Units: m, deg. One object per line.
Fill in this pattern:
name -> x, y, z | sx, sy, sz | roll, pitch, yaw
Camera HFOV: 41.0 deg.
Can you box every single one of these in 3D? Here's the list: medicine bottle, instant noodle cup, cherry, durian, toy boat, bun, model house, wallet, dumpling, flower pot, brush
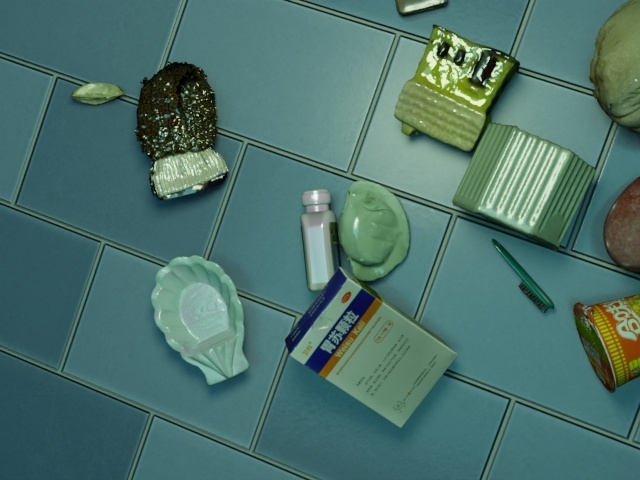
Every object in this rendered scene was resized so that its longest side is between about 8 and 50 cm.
medicine bottle -> 0.000, 0.000, 1.859 | 0.078, 0.115, 0.219 | -6, 89, 12
instant noodle cup -> 0.643, 0.179, 1.712 | 0.212, 0.193, 0.193 | -21, 86, 3
cherry -> 0.682, -0.017, 1.676 | 0.236, 0.213, 0.285 | 26, 81, 8
durian -> -0.514, -0.346, 1.989 | 0.130, 0.066, 0.052 | -3, 89, 2
toy boat -> -0.256, 0.172, 1.916 | 0.199, 0.100, 0.290 | -24, 84, 10
bun -> 0.642, -0.325, 1.686 | 0.281, 0.281, 0.205 | 50, 123, 8
model house -> 0.281, -0.305, 1.796 | 0.193, 0.175, 0.234 | 27, 105, 9
wallet -> 0.208, -0.570, 1.863 | 0.118, 0.039, 0.152 | -10, 84, 8
dumpling -> 0.104, -0.022, 1.857 | 0.108, 0.153, 0.219 | 12, 106, 51
flower pot -> 0.409, -0.111, 1.733 | 0.209, 0.239, 0.189 | 29, 97, 42
brush -> 0.422, 0.077, 1.817 | 0.193, 0.043, 0.032 | 48, 115, 9

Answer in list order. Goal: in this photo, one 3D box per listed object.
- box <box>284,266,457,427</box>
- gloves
box -> 0.105, 0.223, 1.788 | 0.299, 0.106, 0.200 | 35, 95, -16
gloves -> -0.313, -0.255, 1.914 | 0.210, 0.135, 0.312 | -19, 84, 14
